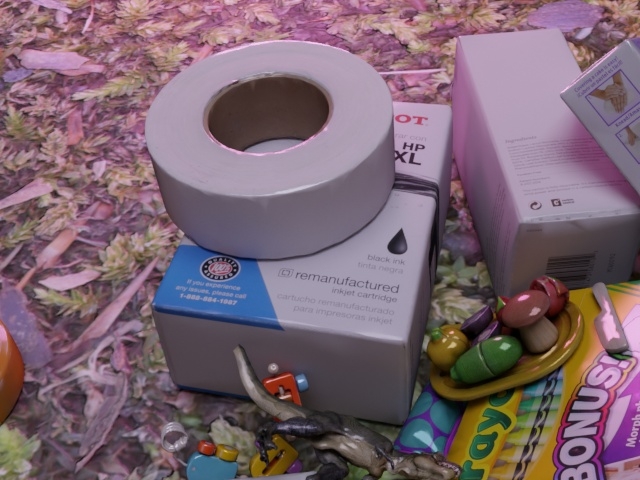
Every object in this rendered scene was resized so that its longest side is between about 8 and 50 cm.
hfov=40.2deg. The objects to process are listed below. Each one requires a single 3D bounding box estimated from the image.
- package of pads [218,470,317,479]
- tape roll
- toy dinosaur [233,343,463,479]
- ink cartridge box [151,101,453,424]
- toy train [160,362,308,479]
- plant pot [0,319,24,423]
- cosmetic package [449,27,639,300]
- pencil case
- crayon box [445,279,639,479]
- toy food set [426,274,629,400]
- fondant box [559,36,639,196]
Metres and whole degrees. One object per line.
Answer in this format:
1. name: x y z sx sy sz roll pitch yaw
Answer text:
1. package of pads: -0.091 0.362 0.793 0.229 0.101 0.297 -5 47 0
2. tape roll: -0.055 -0.114 1.015 0.286 0.100 0.286 -4 46 4
3. toy dinosaur: -0.001 0.196 0.853 0.268 0.064 0.118 26 30 17
4. ink cartridge box: 0.000 0.000 1.086 0.285 0.166 0.395 7 47 11
5. toy train: -0.084 0.208 0.946 0.166 0.125 0.046 -21 8 -11
6. plant pot: -0.469 0.120 0.998 0.205 0.188 0.205 -3 46 3
7. cosmetic package: 0.274 -0.092 1.133 0.155 0.197 0.366 -5 47 0
8. pencil case: 0.136 0.193 0.960 0.070 0.064 0.152 -2 40 43
9. crayon box: 0.279 0.194 0.817 0.313 0.106 0.363 -13 34 43
10. toy food set: 0.196 0.085 0.910 0.217 0.071 0.128 -24 25 26
11. fondant box: 0.434 -0.080 1.004 0.330 0.096 0.238 52 30 6
